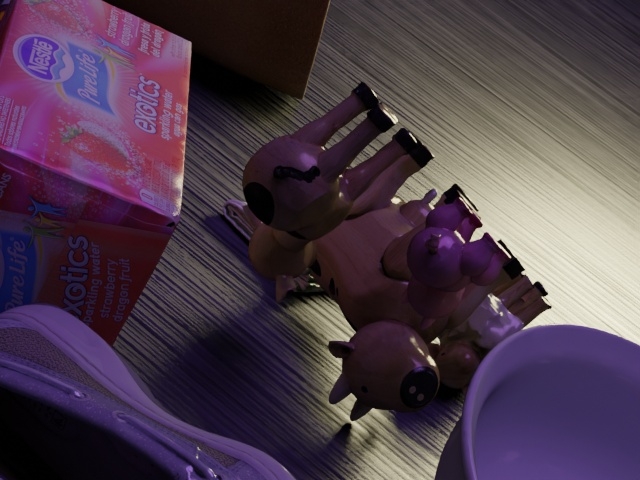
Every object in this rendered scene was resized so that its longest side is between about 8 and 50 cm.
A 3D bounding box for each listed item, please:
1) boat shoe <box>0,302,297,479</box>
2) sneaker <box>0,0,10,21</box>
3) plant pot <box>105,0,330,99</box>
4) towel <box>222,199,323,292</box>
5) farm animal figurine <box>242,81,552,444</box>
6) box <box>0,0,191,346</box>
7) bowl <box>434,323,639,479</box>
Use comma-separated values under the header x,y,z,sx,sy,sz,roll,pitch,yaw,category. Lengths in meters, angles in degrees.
x,y,z,sx,sy,sz,roll,pitch,yaw,category
-0.110,0.150,1.047,0.320,0.118,0.103,39,31,26,boat shoe
-0.244,-0.210,1.597,0.070,0.084,0.185,22,26,-19,sneaker
-0.108,-0.282,1.754,0.254,0.237,0.237,15,26,-3,plant pot
0.000,0.000,1.552,0.152,0.023,0.113,-2,41,-51,towel
0.050,0.032,1.356,0.330,0.172,0.327,49,6,-18,farm animal figurine
-0.186,-0.052,1.283,0.142,0.154,0.300,24,26,-15,box
0.178,0.211,1.185,0.298,0.134,0.298,24,40,-22,bowl
